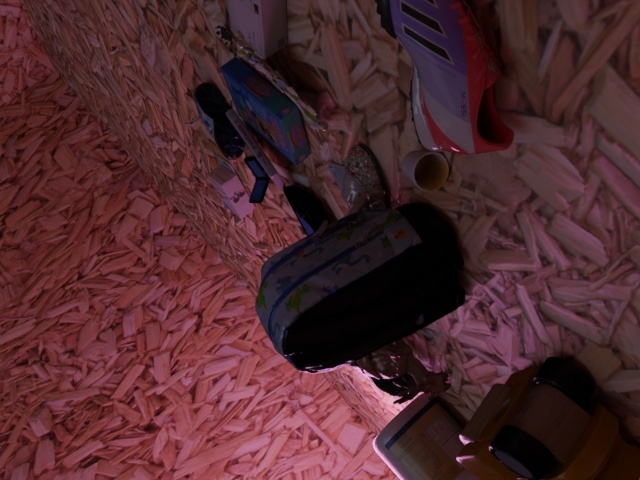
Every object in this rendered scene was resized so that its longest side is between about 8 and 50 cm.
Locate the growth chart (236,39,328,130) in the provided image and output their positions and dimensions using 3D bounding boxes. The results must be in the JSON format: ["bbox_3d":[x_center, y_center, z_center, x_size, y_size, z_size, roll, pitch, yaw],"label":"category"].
[{"bbox_3d":[-0.073,-0.287,1.405,0.237,0.021,0.172,44,-178,-4],"label":"growth chart"}]

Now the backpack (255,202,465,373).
[{"bbox_3d":[0.058,0.096,1.399,0.273,0.355,0.290,41,163,34],"label":"backpack"}]

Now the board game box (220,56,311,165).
[{"bbox_3d":[-0.115,-0.274,1.601,0.210,0.047,0.160,44,165,27],"label":"board game box"}]

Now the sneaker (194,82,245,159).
[{"bbox_3d":[-0.255,-0.303,1.908,0.211,0.080,0.081,67,166,-21],"label":"sneaker"}]

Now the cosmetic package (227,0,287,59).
[{"bbox_3d":[-0.109,-0.409,1.239,0.099,0.060,0.239,47,165,15],"label":"cosmetic package"}]

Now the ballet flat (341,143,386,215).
[{"bbox_3d":[0.082,-0.079,1.449,0.091,0.077,0.241,40,161,37],"label":"ballet flat"}]

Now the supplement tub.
[{"bbox_3d":[0.326,0.610,2.100,0.316,0.228,0.228,46,165,17],"label":"supplement tub"}]

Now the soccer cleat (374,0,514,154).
[{"bbox_3d":[0.151,-0.230,0.877,0.116,0.108,0.318,13,143,33],"label":"soccer cleat"}]

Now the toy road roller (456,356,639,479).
[{"bbox_3d":[0.414,0.370,1.345,0.240,0.202,0.329,38,163,3],"label":"toy road roller"}]

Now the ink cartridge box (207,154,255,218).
[{"bbox_3d":[-0.284,-0.166,2.328,0.104,0.061,0.181,33,157,47],"label":"ink cartridge box"}]

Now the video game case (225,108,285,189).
[{"bbox_3d":[-0.150,-0.211,1.786,0.183,0.023,0.201,55,179,6],"label":"video game case"}]

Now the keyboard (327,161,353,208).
[{"bbox_3d":[0.091,-0.059,1.601,0.072,0.014,0.256,19,146,54],"label":"keyboard"}]

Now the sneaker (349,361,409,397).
[{"bbox_3d":[0.192,0.371,2.184,0.146,0.122,0.330,39,173,-36],"label":"sneaker"}]

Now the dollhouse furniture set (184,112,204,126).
[{"bbox_3d":[-0.327,-0.313,2.061,0.091,0.081,0.114,51,165,-3],"label":"dollhouse furniture set"}]

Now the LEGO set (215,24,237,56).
[{"bbox_3d":[-0.190,-0.415,1.547,0.054,0.023,0.083,49,178,14],"label":"LEGO set"}]

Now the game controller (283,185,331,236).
[{"bbox_3d":[0.000,0.000,1.896,0.166,0.067,0.319,33,156,49],"label":"game controller"}]

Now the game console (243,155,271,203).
[{"bbox_3d":[-0.180,-0.162,2.016,0.107,0.071,0.122,54,164,-16],"label":"game console"}]

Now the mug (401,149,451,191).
[{"bbox_3d":[0.162,-0.108,1.186,0.078,0.062,0.064,65,168,-25],"label":"mug"}]

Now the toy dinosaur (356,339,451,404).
[{"bbox_3d":[0.169,0.318,1.936,0.295,0.127,0.200,13,127,37],"label":"toy dinosaur"}]

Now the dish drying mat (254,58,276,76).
[{"bbox_3d":[-0.111,-0.344,1.503,0.032,0.008,0.083,55,165,-15],"label":"dish drying mat"}]
